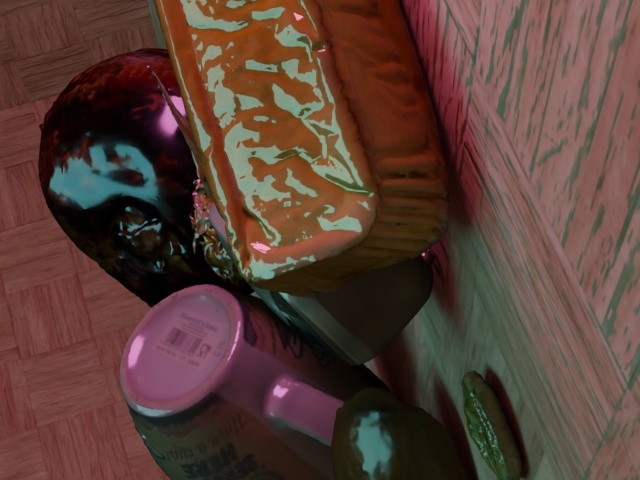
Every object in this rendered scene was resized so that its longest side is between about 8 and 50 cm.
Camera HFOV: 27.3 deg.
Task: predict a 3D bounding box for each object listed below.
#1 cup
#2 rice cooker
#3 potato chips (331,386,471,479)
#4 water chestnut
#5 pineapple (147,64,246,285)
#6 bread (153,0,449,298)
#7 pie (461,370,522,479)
[{"bbox_3d":[-0.040,0.174,1.248,0.301,0.227,0.257,11,156,38],"label":"cup"},{"bbox_3d":[0.000,0.000,0.987,0.145,0.127,0.206,48,-171,-42],"label":"rice cooker"},{"bbox_3d":[0.066,0.219,1.103,0.150,0.049,0.201,11,117,32],"label":"potato chips"},{"bbox_3d":[-0.152,-0.089,1.578,0.350,0.351,0.302,82,-150,-49],"label":"water chestnut"},{"bbox_3d":[-0.034,-0.011,1.170,0.334,0.158,0.161,83,167,-51],"label":"pineapple"},{"bbox_3d":[-0.022,-0.111,0.838,0.119,0.153,0.288,-8,-101,-59],"label":"bread"},{"bbox_3d":[0.116,0.127,0.902,0.084,0.021,0.084,159,90,-84],"label":"pie"}]
